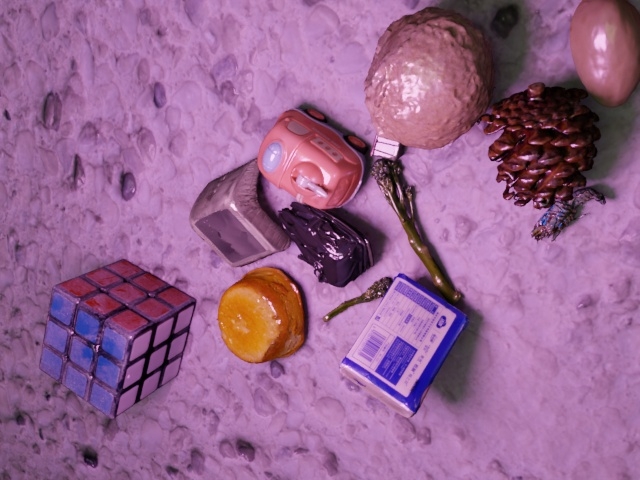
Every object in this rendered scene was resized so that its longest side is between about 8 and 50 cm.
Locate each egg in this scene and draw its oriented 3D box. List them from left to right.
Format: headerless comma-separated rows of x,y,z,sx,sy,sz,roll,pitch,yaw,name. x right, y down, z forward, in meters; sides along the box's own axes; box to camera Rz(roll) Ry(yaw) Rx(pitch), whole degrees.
0.226,-0.330,1.412,0.279,0.279,0.310,36,132,14,egg

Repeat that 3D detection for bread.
-0.162,0.204,1.836,0.268,0.145,0.269,8,106,29,bread

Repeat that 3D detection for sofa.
-0.202,-0.062,1.805,0.210,0.176,0.225,-23,121,40,sofa

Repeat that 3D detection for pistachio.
0.557,-0.368,1.308,0.135,0.136,0.226,-6,110,29,pistachio

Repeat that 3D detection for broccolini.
0.093,0.156,1.747,0.239,0.054,0.051,-30,104,33,broccolini
0.238,-0.027,1.622,0.074,0.079,0.392,-30,97,20,broccolini

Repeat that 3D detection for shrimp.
0.527,-0.057,1.461,0.174,0.076,0.082,-37,126,26,shrimp

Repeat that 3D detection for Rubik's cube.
-0.593,0.276,1.988,0.305,0.303,0.301,29,116,19,Rubik's cube

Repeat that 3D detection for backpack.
0.000,0.000,1.677,0.258,0.133,0.206,41,161,25,backpack

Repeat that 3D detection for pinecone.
0.447,-0.195,1.369,0.224,0.224,0.273,-4,127,28,pinecone

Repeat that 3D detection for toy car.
-0.034,-0.187,1.615,0.270,0.212,0.181,37,118,14,toy car

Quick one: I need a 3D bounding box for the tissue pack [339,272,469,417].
0.192,0.243,1.585,0.209,0.270,0.137,33,162,3,tissue pack

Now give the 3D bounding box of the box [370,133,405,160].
0.161,-0.221,1.581,0.063,0.084,0.060,22,113,15,box
